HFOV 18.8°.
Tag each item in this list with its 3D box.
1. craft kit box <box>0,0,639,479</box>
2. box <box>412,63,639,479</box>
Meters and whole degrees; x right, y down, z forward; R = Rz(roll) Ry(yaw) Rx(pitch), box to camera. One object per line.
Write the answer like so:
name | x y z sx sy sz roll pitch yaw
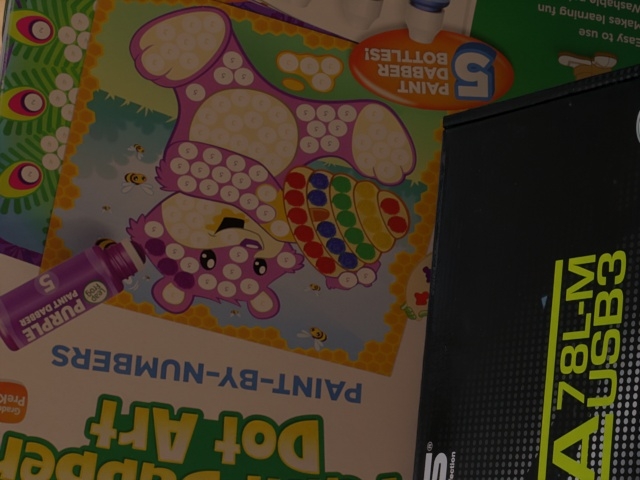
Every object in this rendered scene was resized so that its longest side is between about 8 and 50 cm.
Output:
craft kit box | 0.000 0.000 0.694 0.061 0.250 0.246 138 138 -71
box | 0.096 0.042 0.574 0.184 0.045 0.190 -9 73 55
